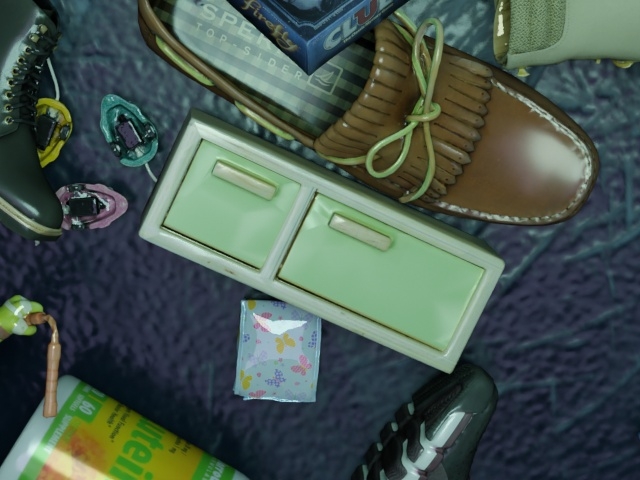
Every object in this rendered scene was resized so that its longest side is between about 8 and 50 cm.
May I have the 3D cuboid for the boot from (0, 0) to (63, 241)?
[{"bbox_3d":[-0.233,-0.110,1.133,0.137,0.077,0.198,-43,75,14],"label":"boot"}]

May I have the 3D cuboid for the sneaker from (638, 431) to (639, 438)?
[{"bbox_3d":[0.372,0.208,1.190,0.232,0.081,0.090,42,104,-3],"label":"sneaker"}]

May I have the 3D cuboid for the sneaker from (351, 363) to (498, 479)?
[{"bbox_3d":[0.099,0.243,1.204,0.162,0.106,0.281,33,108,-9],"label":"sneaker"}]

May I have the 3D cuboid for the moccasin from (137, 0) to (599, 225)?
[{"bbox_3d":[0.038,-0.118,1.120,0.380,0.147,0.139,31,98,-3],"label":"moccasin"}]

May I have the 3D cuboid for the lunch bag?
[{"bbox_3d":[-0.035,0.091,1.201,0.071,0.053,0.083,3,89,-1],"label":"lunch bag"}]

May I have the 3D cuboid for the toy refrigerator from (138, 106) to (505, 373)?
[{"bbox_3d":[0.000,0.000,1.148,0.269,0.094,0.102,25,98,-9],"label":"toy refrigerator"}]

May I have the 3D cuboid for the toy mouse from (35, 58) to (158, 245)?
[{"bbox_3d":[-0.178,-0.062,1.193,0.143,0.031,0.161,18,99,0],"label":"toy mouse"}]

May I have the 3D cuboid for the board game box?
[{"bbox_3d":[0.027,-0.248,1.073,0.243,0.042,0.165,-39,68,-19],"label":"board game box"}]

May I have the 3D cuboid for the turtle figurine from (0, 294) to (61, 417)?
[{"bbox_3d":[-0.316,0.125,1.137,0.087,0.217,0.269,19,109,-42],"label":"turtle figurine"}]

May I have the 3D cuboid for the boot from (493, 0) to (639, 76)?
[{"bbox_3d":[0.230,-0.148,1.084,0.203,0.095,0.262,-10,142,3],"label":"boot"}]

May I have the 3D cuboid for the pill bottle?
[{"bbox_3d":[-0.137,0.225,1.180,0.246,0.136,0.136,30,98,-3],"label":"pill bottle"}]
